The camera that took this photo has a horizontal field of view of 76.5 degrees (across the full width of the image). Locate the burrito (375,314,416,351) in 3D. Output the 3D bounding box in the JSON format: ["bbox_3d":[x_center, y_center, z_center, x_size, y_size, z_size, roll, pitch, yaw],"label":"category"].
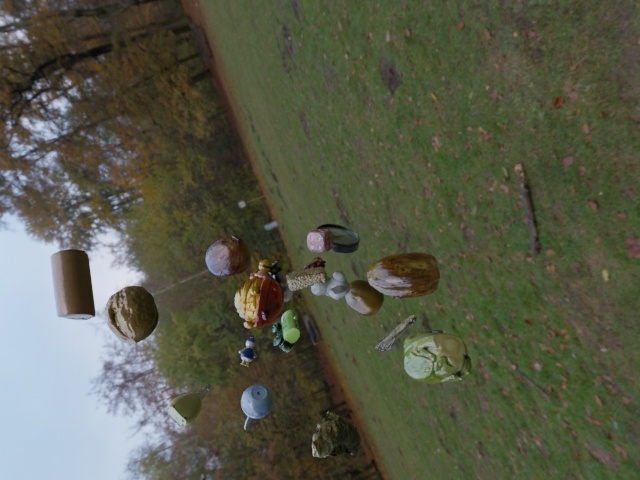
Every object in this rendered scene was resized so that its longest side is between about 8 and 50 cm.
[{"bbox_3d":[0.257,0.316,1.375,0.042,0.171,0.051,42,169,29],"label":"burrito"}]

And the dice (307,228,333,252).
[{"bbox_3d":[0.000,0.000,1.809,0.094,0.091,0.093,-23,-68,-56],"label":"dice"}]

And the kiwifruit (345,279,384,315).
[{"bbox_3d":[0.246,0.326,2.342,0.234,0.196,0.196,25,156,17],"label":"kiwifruit"}]

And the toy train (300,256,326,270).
[{"bbox_3d":[-0.041,0.136,2.041,0.087,0.138,0.050,30,147,61],"label":"toy train"}]

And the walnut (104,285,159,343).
[{"bbox_3d":[-0.587,0.236,1.267,0.155,0.156,0.184,81,162,-60],"label":"walnut"}]

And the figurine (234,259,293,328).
[{"bbox_3d":[-0.239,0.245,1.745,0.323,0.196,0.319,-38,-40,-67],"label":"figurine"}]

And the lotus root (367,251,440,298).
[{"bbox_3d":[0.341,0.149,1.679,0.193,0.291,0.193,-5,-90,-76],"label":"lotus root"}]

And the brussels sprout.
[{"bbox_3d":[0.524,0.537,1.876,0.328,0.328,0.247,84,178,-64],"label":"brussels sprout"}]

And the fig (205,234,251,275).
[{"bbox_3d":[-0.462,0.079,2.055,0.263,0.224,0.223,-19,93,60],"label":"fig"}]

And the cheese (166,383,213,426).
[{"bbox_3d":[-0.553,0.703,1.780,0.127,0.054,0.251,40,-158,8],"label":"cheese"}]

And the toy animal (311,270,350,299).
[{"bbox_3d":[0.047,0.227,2.095,0.178,0.193,0.127,43,-123,-56],"label":"toy animal"}]

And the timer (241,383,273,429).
[{"bbox_3d":[-0.331,0.811,2.016,0.255,0.175,0.175,-48,58,44],"label":"timer"}]

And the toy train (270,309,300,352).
[{"bbox_3d":[-0.161,0.442,2.022,0.105,0.157,0.253,35,-173,-16],"label":"toy train"}]

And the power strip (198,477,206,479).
[{"bbox_3d":[-0.326,0.683,1.091,0.049,0.028,0.178,57,165,12],"label":"power strip"}]

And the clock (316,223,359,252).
[{"bbox_3d":[0.082,-0.013,1.983,0.226,0.226,0.049,-122,40,-53],"label":"clock"}]

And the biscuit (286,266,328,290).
[{"bbox_3d":[-0.055,0.155,1.653,0.082,0.169,0.070,-109,5,-63],"label":"biscuit"}]

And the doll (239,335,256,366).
[{"bbox_3d":[-0.347,0.533,1.966,0.058,0.099,0.142,-22,50,49],"label":"doll"}]

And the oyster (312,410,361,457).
[{"bbox_3d":[0.066,0.712,1.474,0.341,0.110,0.166,50,-147,-47],"label":"oyster"}]

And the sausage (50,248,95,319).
[{"bbox_3d":[-0.891,0.169,1.464,0.123,0.123,0.252,91,162,-71],"label":"sausage"}]
